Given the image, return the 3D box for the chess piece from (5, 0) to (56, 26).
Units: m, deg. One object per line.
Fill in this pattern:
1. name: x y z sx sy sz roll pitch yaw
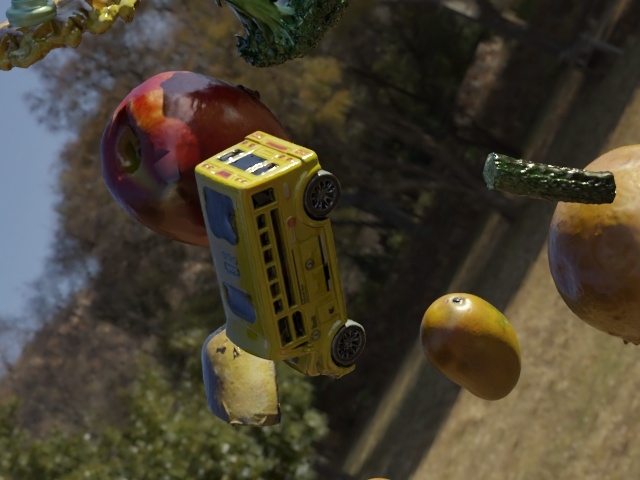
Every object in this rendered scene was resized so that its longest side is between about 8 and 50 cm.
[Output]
1. chess piece: -0.388 -0.337 1.698 0.067 0.067 0.103 -61 -34 -59

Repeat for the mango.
1. mango: 0.199 0.135 1.661 0.111 0.163 0.089 -46 23 25

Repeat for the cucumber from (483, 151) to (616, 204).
1. cucumber: 0.327 -0.083 1.842 0.058 0.187 0.058 -172 90 -83

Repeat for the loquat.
1. loquat: 0.526 0.010 2.084 0.328 0.328 0.328 24 -90 -87

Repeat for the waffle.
1. waffle: -0.398 -0.333 1.954 0.325 0.302 0.068 -63 -46 -60

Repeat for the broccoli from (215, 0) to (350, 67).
1. broccoli: -0.087 -0.422 2.048 0.308 0.275 0.308 178 90 -73

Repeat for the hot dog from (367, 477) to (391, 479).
1. hot dog: 0.075 0.340 1.606 0.140 0.060 0.090 -27 66 61

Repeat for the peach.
1. peach: -0.181 -0.129 2.110 0.338 0.281 0.281 2 -62 -44

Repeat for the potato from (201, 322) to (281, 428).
1. potato: -0.125 0.187 1.959 0.243 0.098 0.138 -145 54 -73

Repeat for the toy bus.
1. toy bus: -0.056 0.038 1.670 0.151 0.145 0.331 -28 -58 -31
